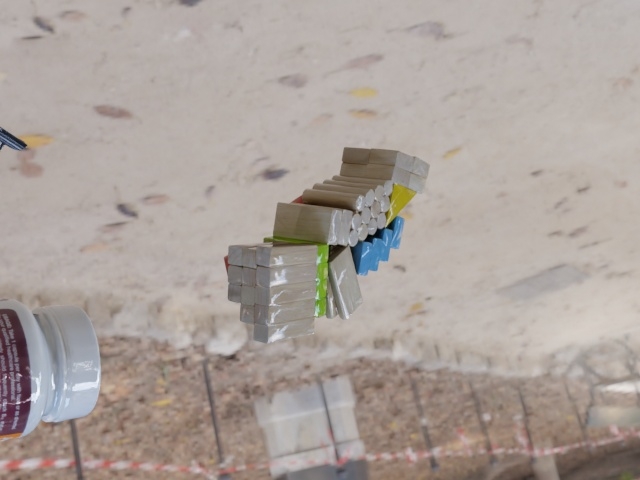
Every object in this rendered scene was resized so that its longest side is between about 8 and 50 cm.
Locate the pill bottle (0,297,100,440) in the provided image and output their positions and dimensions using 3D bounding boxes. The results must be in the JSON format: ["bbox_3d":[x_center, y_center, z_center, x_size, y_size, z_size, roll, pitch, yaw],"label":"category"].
[{"bbox_3d":[-0.559,0.208,1.476,0.392,0.224,0.224,-3,160,-36],"label":"pill bottle"}]

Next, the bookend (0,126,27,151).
[{"bbox_3d":[-0.401,-0.074,0.942,0.072,0.157,0.156,27,172,31],"label":"bookend"}]

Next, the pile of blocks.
[{"bbox_3d":[0.000,0.000,1.168,0.113,0.148,0.362,9,-146,37],"label":"pile of blocks"}]
